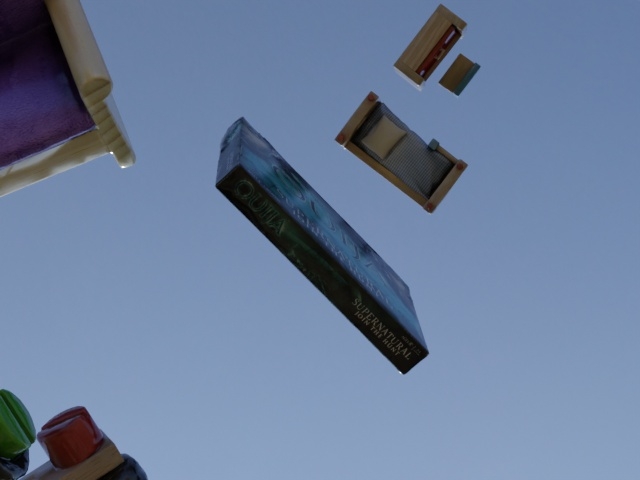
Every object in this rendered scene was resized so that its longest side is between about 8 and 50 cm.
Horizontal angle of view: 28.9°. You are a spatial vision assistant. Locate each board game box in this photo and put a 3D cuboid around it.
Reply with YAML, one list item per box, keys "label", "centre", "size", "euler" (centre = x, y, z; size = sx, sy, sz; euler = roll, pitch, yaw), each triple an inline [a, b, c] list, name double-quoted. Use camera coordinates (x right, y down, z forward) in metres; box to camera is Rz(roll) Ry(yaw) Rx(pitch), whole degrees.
- label: "board game box"
  centre: [0.000, 0.000, 0.870]
  size: [0.026, 0.126, 0.186]
  euler: [-41, -73, 12]

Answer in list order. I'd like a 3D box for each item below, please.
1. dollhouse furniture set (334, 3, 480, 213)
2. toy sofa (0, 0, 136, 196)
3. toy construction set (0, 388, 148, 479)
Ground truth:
- label: "dollhouse furniture set"
  centre: [0.123, -0.139, 1.322]
  size: [0.129, 0.129, 0.184]
  euler: [37, -85, 3]
- label: "toy sofa"
  centre: [-0.348, -0.095, 0.991]
  size: [0.362, 0.150, 0.177]
  euler: [-23, -33, -4]
- label: "toy construction set"
  centre: [-0.191, 0.250, 0.707]
  size: [0.237, 0.257, 0.309]
  euler: [-30, -47, 8]
